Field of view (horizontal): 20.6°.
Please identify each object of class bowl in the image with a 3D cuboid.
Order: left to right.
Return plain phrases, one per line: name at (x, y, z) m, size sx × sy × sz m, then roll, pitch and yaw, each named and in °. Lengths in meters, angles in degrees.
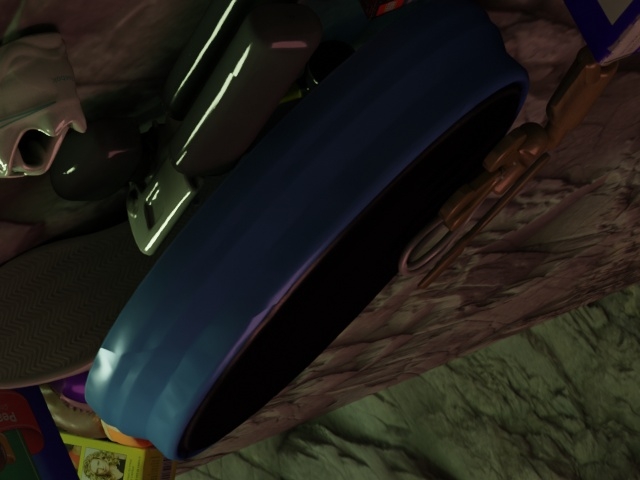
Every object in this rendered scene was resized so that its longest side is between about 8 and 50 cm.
bowl at (0.000, 0.000, 1.234) m, size 0.391 × 0.077 × 0.391 m, roll -45°, pitch 171°, yaw -9°

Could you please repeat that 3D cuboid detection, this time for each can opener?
can opener at (-0.083, -0.074, 1.053) m, size 0.093 × 0.074 × 0.280 m, roll -1°, pitch 156°, yaw -29°

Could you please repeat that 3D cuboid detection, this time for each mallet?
mallet at (-0.060, -0.084, 1.198) m, size 0.190 × 0.039 × 0.062 m, roll -21°, pitch 166°, yaw 2°

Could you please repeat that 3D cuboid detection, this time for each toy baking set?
toy baking set at (0.134, -0.059, 1.282) m, size 0.197 × 0.030 × 0.256 m, roll -41°, pitch 169°, yaw -23°

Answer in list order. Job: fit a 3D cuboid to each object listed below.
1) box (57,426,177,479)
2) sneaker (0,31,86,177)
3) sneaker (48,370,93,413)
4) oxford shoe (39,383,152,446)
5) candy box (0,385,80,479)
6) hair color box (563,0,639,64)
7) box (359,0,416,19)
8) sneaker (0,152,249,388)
box at (-0.265, 0.212, 1.766) m, size 0.232 × 0.058 × 0.087 m, roll 8°, pitch 179°, yaw 18°
sneaker at (-0.185, -0.056, 0.981) m, size 0.054 × 0.061 × 0.152 m, roll -16°, pitch 168°, yaw -46°
sneaker at (-0.128, 0.061, 1.585) m, size 0.146 × 0.102 × 0.293 m, roll -38°, pitch 168°, yaw 34°
oxford shoe at (-0.188, 0.132, 1.802) m, size 0.133 × 0.130 × 0.364 m, roll 3°, pitch 180°, yaw 14°
candy box at (-0.323, 0.253, 1.459) m, size 0.122 × 0.317 × 0.268 m, roll -33°, pitch 166°, yaw 38°
hair color box at (0.324, -0.238, 1.108) m, size 0.339 × 0.110 × 0.185 m, roll -23°, pitch 168°, yaw -19°
box at (0.073, -0.181, 1.032) m, size 0.094 × 0.027 × 0.137 m, roll -24°, pitch 169°, yaw -12°
sneaker at (-0.143, 0.042, 1.410) m, size 0.292 × 0.108 × 0.169 m, roll -27°, pitch 166°, yaw 3°
